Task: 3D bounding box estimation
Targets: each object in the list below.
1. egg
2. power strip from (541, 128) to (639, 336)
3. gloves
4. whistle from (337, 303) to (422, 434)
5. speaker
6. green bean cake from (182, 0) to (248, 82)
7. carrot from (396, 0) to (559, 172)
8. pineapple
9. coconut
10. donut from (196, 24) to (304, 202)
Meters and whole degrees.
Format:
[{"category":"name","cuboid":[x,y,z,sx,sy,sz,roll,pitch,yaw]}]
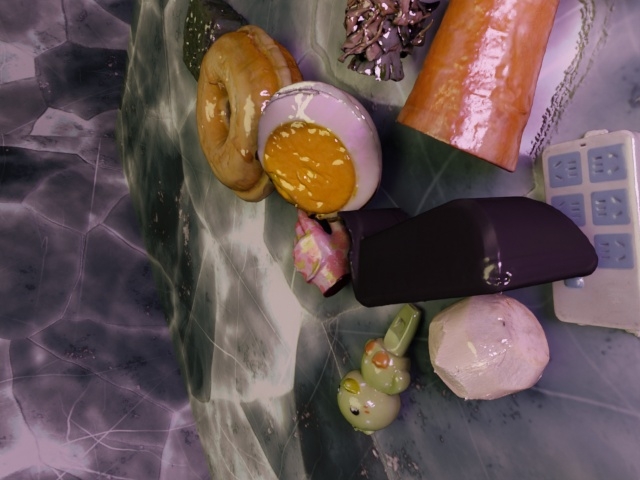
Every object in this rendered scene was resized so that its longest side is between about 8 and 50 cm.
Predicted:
[{"category":"egg","cuboid":[0.018,-0.194,0.948,0.264,0.174,0.287,-26,103,36]},{"category":"power strip","cuboid":[0.361,-0.009,0.591,0.118,0.046,0.271,-3,94,55]},{"category":"gloves","cuboid":[-0.009,0.003,1.056,0.241,0.126,0.145,56,142,22]},{"category":"whistle","cuboid":[0.111,0.262,0.911,0.141,0.141,0.294,34,121,47]},{"category":"speaker","cuboid":[0.179,-0.003,0.700,0.388,0.179,0.184,-23,75,64]},{"category":"green bean cake","cuboid":[-0.343,-0.622,1.421,0.255,0.132,0.241,56,140,33]},{"category":"carrot","cuboid":[0.238,-0.248,0.636,0.196,0.195,0.255,39,116,45]},{"category":"pineapple","cuboid":[0.107,-0.399,0.722,0.262,0.262,0.272,45,136,41]},{"category":"coconut","cuboid":[0.242,0.163,0.690,0.162,0.161,0.161,-41,62,41]},{"category":"donut","cuboid":[-0.187,-0.321,1.183,0.448,0.198,0.450,10,103,54]}]
